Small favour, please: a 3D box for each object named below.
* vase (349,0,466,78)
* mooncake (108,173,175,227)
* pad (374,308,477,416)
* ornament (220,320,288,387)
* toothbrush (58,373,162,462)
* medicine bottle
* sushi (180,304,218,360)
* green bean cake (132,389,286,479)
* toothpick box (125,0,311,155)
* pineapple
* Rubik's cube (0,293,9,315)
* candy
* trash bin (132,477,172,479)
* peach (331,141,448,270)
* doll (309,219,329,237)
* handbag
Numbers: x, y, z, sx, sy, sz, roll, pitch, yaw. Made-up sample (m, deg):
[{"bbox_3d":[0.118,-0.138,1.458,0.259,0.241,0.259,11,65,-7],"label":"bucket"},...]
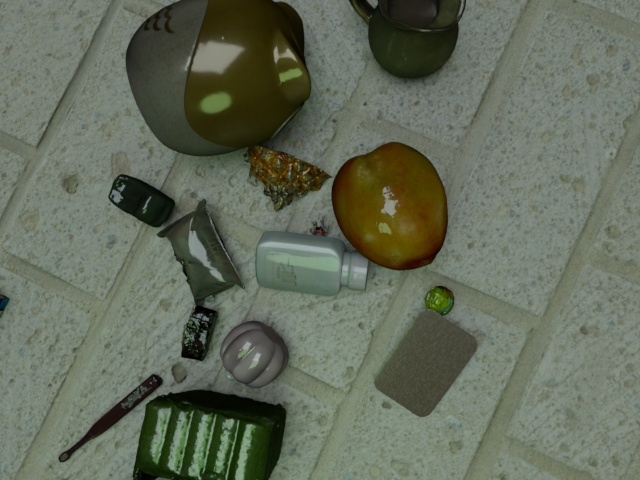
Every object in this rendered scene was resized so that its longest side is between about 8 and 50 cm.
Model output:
[{"bbox_3d":[0.206,-0.591,1.566,0.330,0.302,0.240,32,89,10],"label":"vase"},{"bbox_3d":[-0.497,-0.110,1.659,0.168,0.175,0.104,36,83,-33],"label":"mooncake"},{"bbox_3d":[0.276,0.324,1.574,0.176,0.002,0.266,33,101,3],"label":"pad"},{"bbox_3d":[-0.179,0.305,1.577,0.178,0.177,0.177,-1,84,6],"label":"ornament"},{"bbox_3d":[-0.588,0.500,1.666,0.364,0.041,0.041,-41,81,1],"label":"toothbrush"},{"bbox_3d":[-0.019,0.065,1.601,0.297,0.111,0.161,6,123,9],"label":"medicine bottle"},{"bbox_3d":[-0.334,0.253,1.638,0.078,0.090,0.150,15,97,0],"label":"sushi"},{"bbox_3d":[-0.259,0.501,1.482,0.320,0.335,0.217,7,84,10],"label":"green bean cake"},{"bbox_3d":[-0.238,-0.430,1.549,0.426,0.409,0.408,-17,82,9],"label":"toothpick box"},{"bbox_3d":[-0.119,-0.170,1.642,0.250,0.140,0.164,28,89,5],"label":"pineapple"},{"bbox_3d":[-1.016,0.194,1.688,0.155,0.154,0.151,25,88,9],"label":"Rubik's cube"},{"bbox_3d":[0.270,0.238,1.593,0.077,0.073,0.262,31,94,9],"label":"candy"},{"bbox_3d":[-0.326,0.758,1.499,0.368,0.256,0.295,7,117,17],"label":"trash bin"},{"bbox_3d":[0.184,-0.080,1.510,0.308,0.308,0.332,-28,84,3],"label":"peach"},{"bbox_3d":[0.000,0.000,1.655,0.057,0.039,0.114,-5,84,3],"label":"doll"},{"bbox_3d":[-0.335,0.044,1.652,0.183,0.117,0.270,-26,90,18],"label":"handbag"}]
